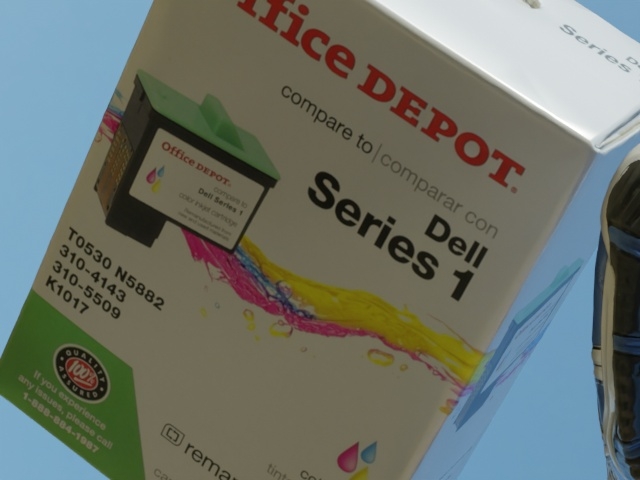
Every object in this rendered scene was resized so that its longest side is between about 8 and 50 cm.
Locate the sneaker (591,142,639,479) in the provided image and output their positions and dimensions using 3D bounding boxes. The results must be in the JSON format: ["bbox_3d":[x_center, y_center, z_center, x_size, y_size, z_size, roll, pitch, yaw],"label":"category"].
[{"bbox_3d":[0.118,0.059,0.600,0.081,0.080,0.211,-135,-152,-59],"label":"sneaker"}]

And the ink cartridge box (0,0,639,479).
[{"bbox_3d":[0.000,0.000,0.824,0.201,0.117,0.278,35,-60,14],"label":"ink cartridge box"}]
